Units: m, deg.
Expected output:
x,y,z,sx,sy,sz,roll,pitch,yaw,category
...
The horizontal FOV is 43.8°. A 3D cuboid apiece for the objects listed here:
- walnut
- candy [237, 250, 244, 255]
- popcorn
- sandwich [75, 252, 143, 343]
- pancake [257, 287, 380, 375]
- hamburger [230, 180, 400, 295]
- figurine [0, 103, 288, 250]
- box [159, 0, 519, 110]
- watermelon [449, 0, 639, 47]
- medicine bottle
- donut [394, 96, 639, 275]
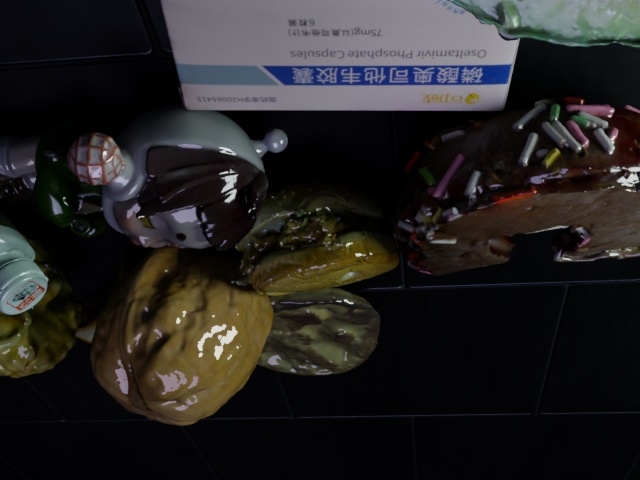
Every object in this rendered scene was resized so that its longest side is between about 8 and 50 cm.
x,y,z,sx,sy,sz,roll,pitch,yaw,category
-0.181,0.120,1.074,0.225,0.257,0.257,1,148,30,walnut
-0.111,0.013,1.143,0.056,0.049,0.184,-29,135,-9,candy
-0.429,0.083,1.106,0.169,0.218,0.189,-31,170,-4,popcorn
-0.279,0.115,1.270,0.186,0.065,0.215,23,139,-27,sandwich
-0.036,0.148,1.315,0.295,0.049,0.294,1,148,1,pancake
0.000,0.000,1.027,0.215,0.122,0.189,1,159,-44,hamburger
-0.223,-0.073,0.927,0.370,0.167,0.281,3,164,14,figurine
0.021,-0.216,0.783,0.343,0.065,0.200,1,145,2,box
0.216,-0.311,0.593,0.264,0.151,0.302,8,127,-3,watermelon
-0.422,-0.007,0.970,0.083,0.229,0.121,-44,158,-4,medicine bottle
0.241,-0.059,0.898,0.345,0.136,0.259,-10,156,15,donut
